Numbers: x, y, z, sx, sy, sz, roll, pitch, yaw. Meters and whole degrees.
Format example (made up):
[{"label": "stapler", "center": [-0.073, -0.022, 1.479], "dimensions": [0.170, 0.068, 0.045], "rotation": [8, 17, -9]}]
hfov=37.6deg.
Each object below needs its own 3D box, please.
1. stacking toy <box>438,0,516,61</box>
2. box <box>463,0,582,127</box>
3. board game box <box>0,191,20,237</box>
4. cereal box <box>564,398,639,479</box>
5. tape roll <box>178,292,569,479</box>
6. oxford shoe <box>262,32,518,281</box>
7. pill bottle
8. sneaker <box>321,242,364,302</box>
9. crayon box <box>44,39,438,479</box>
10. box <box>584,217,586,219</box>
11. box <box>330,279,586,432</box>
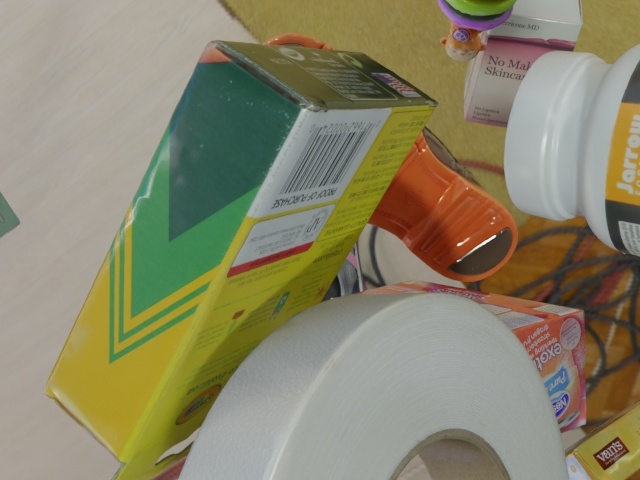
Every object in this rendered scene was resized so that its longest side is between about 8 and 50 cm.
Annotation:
[{"label": "stacking toy", "center": [0.214, -0.352, 1.271], "dimensions": [0.175, 0.165, 0.302], "rotation": [8, 145, -1]}, {"label": "box", "center": [0.340, -0.318, 1.604], "dimensions": [0.149, 0.126, 0.232], "rotation": [9, 137, 1]}, {"label": "board game box", "center": [-0.415, 0.036, 0.804], "dimensions": [0.254, 0.336, 0.079], "rotation": [-31, 101, -3]}, {"label": "cereal box", "center": [0.252, 0.214, 0.889], "dimensions": [0.173, 0.047, 0.240], "rotation": [-25, 159, -28]}, {"label": "tape roll", "center": [0.056, 0.228, 0.623], "dimensions": [0.072, 0.392, 0.392], "rotation": [-5, 125, 39]}, {"label": "oxford shoe", "center": [0.055, -0.091, 0.977], "dimensions": [0.130, 0.132, 0.364], "rotation": [-42, 123, 12]}, {"label": "pill bottle", "center": [0.286, -0.057, 0.671], "dimensions": [0.278, 0.162, 0.162], "rotation": [14, 125, 34]}, {"label": "sneaker", "center": [0.000, 0.000, 1.586], "dimensions": [0.112, 0.131, 0.319], "rotation": [-14, 93, 21]}, {"label": "crayon box", "center": [-0.061, 0.021, 0.651], "dimensions": [0.081, 0.202, 0.318], "rotation": [37, 112, 18]}, {"label": "box", "center": [0.529, -0.097, 1.769], "dimensions": [0.036, 0.225, 0.136], "rotation": [-21, 147, -35]}, {"label": "box", "center": [0.160, 0.144, 1.155], "dimensions": [0.154, 0.300, 0.142], "rotation": [-10, 101, -36]}]
